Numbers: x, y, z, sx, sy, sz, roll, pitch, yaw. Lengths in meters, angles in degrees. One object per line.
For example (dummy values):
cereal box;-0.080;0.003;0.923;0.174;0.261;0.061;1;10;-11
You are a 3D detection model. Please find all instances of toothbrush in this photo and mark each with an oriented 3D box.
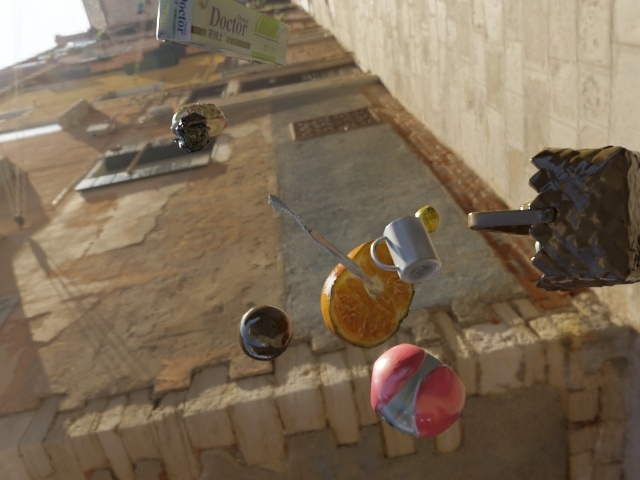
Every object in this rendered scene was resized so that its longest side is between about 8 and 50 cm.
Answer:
toothbrush;0.000;0.000;1.595;0.375;0.028;0.037;40;147;8

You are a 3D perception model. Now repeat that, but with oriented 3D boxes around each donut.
donut;-0.365;-0.357;1.756;0.174;0.175;0.068;85;169;-80

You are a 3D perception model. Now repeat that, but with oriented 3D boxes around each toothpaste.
toothpaste;-0.148;-0.352;0.987;0.336;0.067;0.081;-26;-54;-67

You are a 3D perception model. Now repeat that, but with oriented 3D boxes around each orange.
orange;0.131;0.160;1.695;0.310;0.275;0.274;-77;-19;-54

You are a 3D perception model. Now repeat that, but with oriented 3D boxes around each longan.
longan;-0.162;0.276;1.737;0.187;0.168;0.167;97;164;-61

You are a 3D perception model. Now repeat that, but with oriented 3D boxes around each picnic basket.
picnic basket;0.491;-0.043;1.172;0.321;0.254;0.290;-4;86;49

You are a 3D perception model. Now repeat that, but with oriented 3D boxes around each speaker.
speaker;0.299;0.461;1.787;0.294;0.295;0.293;169;90;-89

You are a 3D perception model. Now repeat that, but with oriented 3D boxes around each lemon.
lemon;0.273;-0.051;1.500;0.065;0.065;0.092;-102;12;-47

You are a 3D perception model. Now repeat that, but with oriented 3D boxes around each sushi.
sushi;-0.340;-0.277;1.533;0.056;0.085;0.083;34;143;39

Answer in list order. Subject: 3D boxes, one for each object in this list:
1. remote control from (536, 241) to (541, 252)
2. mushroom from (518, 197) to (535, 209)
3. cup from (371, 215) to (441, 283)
remote control;0.720;0.003;1.600;0.045;0.257;0.097;30;-130;-79
mushroom;0.771;-0.074;2.049;0.166;0.167;0.127;-103;32;-55
cup;0.196;0.030;1.359;0.099;0.136;0.133;46;-158;-51
